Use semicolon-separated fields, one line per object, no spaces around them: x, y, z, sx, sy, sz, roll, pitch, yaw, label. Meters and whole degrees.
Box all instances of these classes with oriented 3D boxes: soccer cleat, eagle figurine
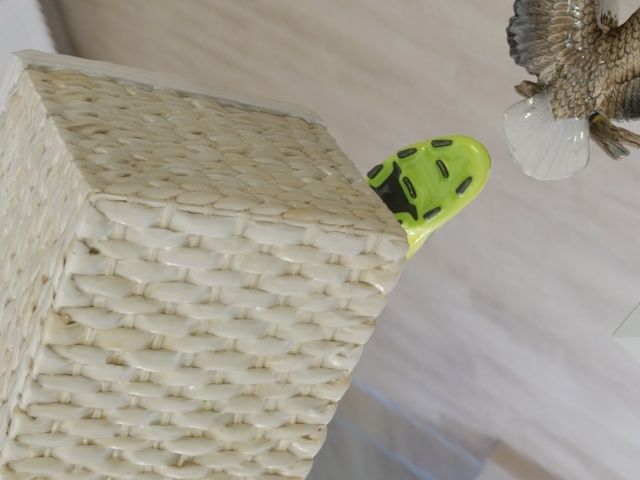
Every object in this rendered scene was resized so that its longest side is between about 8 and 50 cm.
0.074;-0.013;1.570;0.093;0.289;0.121;56;-156;20;soccer cleat
0.305;-0.225;1.560;0.298;0.226;0.225;110;145;-51;eagle figurine

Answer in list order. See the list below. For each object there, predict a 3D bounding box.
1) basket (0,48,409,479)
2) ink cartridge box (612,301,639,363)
-0.143;0.045;1.328;0.266;0.331;0.328;52;126;50;basket
0.447;0.050;1.672;0.087;0.153;0.208;46;137;16;ink cartridge box
